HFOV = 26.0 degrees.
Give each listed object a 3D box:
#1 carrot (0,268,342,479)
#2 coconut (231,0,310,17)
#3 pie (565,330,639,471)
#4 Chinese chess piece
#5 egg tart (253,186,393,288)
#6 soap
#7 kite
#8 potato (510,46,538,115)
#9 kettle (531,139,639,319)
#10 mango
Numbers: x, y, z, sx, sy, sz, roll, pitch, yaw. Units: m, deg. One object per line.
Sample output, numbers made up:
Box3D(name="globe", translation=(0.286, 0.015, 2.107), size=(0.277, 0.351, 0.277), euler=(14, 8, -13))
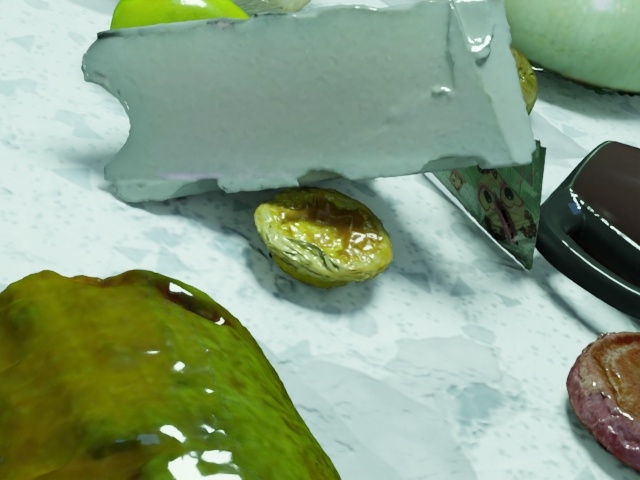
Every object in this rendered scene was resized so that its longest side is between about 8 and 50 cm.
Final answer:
Box3D(name="carrot", translation=(-0.096, 0.180, 0.734), size=(0.242, 0.241, 0.340), euler=(0, 37, -29))
Box3D(name="coconut", translation=(-0.105, -0.372, 1.514), size=(0.247, 0.245, 0.245), euler=(32, 35, 18))
Box3D(name="pie", translation=(0.293, 0.145, 1.165), size=(0.182, 0.049, 0.182), euler=(17, 29, -10))
Box3D(name="Chinese chess piece", translation=(0.312, -0.309, 1.703), size=(0.349, 0.146, 0.349), euler=(17, 27, -9))
Box3D(name="egg tart", translation=(0.000, 0.000, 1.204), size=(0.130, 0.052, 0.130), euler=(14, 34, -10))
Box3D(name="soap", translation=(-0.005, -0.120, 1.188), size=(0.302, 0.158, 0.258), euler=(-13, 11, -38))
Box3D(name="kite", translation=(0.146, -0.083, 1.296), size=(0.012, 0.250, 0.229), euler=(-27, 12, -22))
Box3D(name="potato", translation=(0.154, -0.205, 1.556), size=(0.200, 0.081, 0.164), euler=(31, 35, 18))
Box3D(name="kettle", translation=(0.324, 0.011, 1.308), size=(0.232, 0.144, 0.202), euler=(33, 51, 27))
Box3D(name="mango", translation=(-0.124, -0.194, 1.350), size=(0.163, 0.117, 0.089), euler=(11, 22, -18))
